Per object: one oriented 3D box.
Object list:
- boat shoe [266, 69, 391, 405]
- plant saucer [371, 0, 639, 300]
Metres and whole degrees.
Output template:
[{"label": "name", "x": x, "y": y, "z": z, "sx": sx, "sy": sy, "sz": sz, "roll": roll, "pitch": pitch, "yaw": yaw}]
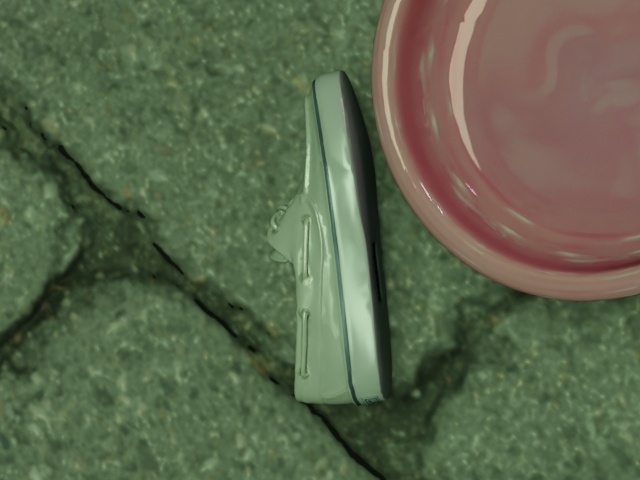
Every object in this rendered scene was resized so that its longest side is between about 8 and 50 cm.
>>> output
[{"label": "boat shoe", "x": 0.000, "y": 0.000, "z": 1.268, "sx": 0.084, "sy": 0.095, "sz": 0.258, "roll": -6, "pitch": 85, "yaw": 12}, {"label": "plant saucer", "x": 0.200, "y": -0.123, "z": 1.195, "sx": 0.332, "sy": 0.084, "sz": 0.332, "roll": 0, "pitch": 90, "yaw": 29}]
